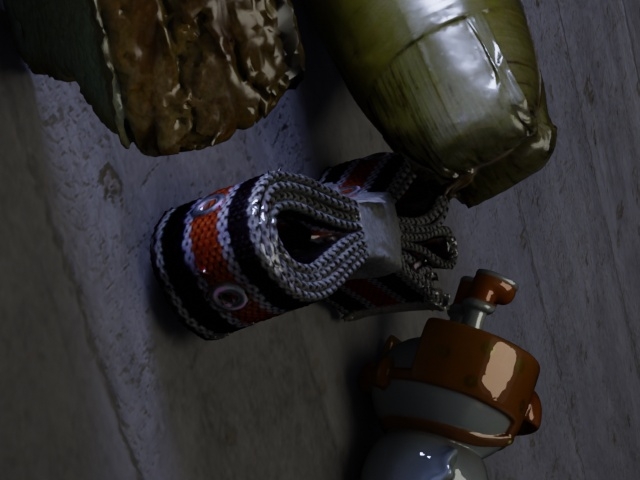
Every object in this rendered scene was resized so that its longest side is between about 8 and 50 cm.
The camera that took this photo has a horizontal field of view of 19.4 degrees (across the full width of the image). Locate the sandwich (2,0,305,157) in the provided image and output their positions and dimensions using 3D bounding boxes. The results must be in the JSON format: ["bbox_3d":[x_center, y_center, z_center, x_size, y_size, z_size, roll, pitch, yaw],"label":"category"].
[{"bbox_3d":[-0.112,-0.187,0.923,0.273,0.095,0.249,-146,-140,-65],"label":"sandwich"}]

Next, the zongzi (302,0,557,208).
[{"bbox_3d":[0.100,-0.125,1.421,0.274,0.145,0.300,65,7,24],"label":"zongzi"}]

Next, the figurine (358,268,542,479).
[{"bbox_3d":[0.084,0.149,1.446,0.271,0.143,0.143,-54,139,-20],"label":"figurine"}]

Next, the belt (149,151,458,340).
[{"bbox_3d":[0.000,0.000,1.308,0.359,0.094,0.126,-4,85,-67],"label":"belt"}]
